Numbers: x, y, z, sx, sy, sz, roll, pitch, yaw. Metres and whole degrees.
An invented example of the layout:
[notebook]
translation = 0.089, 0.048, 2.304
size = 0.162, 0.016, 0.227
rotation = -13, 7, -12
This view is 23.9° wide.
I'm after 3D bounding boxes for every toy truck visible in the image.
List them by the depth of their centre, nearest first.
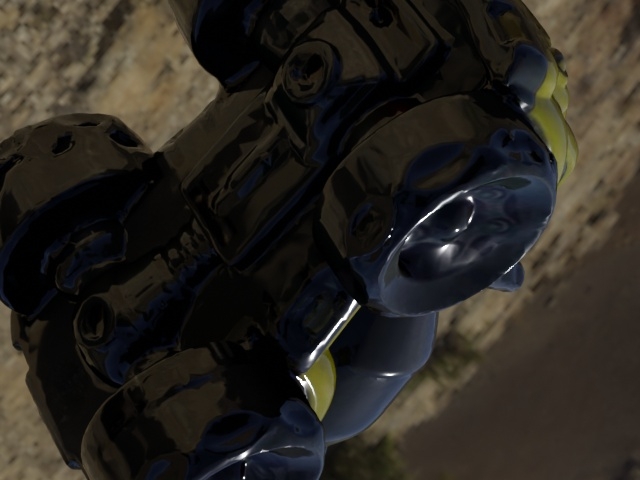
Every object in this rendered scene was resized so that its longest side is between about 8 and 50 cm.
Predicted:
[toy truck]
translation = 0.000, 0.000, 0.518
size = 0.224, 0.147, 0.165
rotation = -47, 147, 20
